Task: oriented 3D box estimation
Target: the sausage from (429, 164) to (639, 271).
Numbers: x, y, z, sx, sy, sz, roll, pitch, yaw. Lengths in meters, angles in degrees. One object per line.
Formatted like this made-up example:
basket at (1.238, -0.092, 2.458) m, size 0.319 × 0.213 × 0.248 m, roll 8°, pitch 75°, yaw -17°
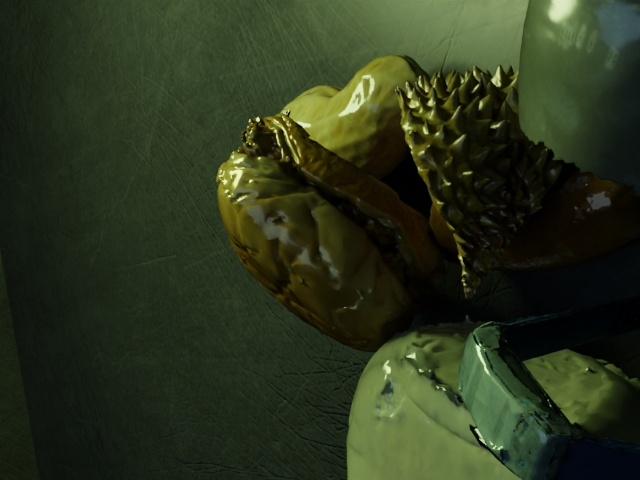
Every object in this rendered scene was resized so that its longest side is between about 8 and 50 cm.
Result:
sausage at (0.226, -0.023, 0.917) m, size 0.270 × 0.109 × 0.109 m, roll -12°, pitch 86°, yaw 55°

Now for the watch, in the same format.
watch at (0.271, 0.146, 0.711) m, size 0.276 × 0.274 × 0.068 m, roll 49°, pitch 137°, yaw 48°

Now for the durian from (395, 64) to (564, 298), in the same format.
durian at (0.165, -0.104, 0.895) m, size 0.260 × 0.186 × 0.154 m, roll -116°, pitch 4°, yaw -56°

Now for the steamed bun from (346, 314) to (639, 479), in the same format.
steamed bun at (0.195, 0.245, 0.901) m, size 0.334 × 0.233 × 0.312 m, roll 37°, pitch 128°, yaw 41°

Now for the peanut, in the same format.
peanut at (0.031, -0.137, 1.136) m, size 0.305 × 0.147 × 0.147 m, roll -12°, pitch 86°, yaw 53°

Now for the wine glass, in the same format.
wine glass at (0.292, -0.204, 0.694) m, size 0.238 × 0.238 × 0.323 m, roll 44°, pitch 131°, yaw 40°

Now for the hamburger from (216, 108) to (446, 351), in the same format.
hamburger at (0.000, 0.000, 1.028) m, size 0.318 × 0.158 × 0.318 m, roll 41°, pitch 168°, yaw 11°
